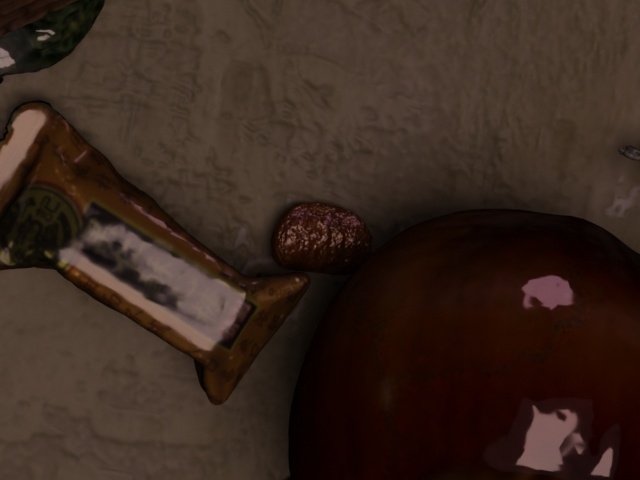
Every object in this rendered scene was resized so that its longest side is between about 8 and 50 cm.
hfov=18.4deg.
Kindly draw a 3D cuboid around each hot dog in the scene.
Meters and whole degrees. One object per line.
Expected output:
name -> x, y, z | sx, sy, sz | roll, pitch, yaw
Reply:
hot dog -> 0.000, 0.000, 1.607 | 0.083, 0.035, 0.058 | 7, 101, -15

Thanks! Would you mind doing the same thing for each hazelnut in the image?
hazelnut -> 0.181, 0.152, 1.532 | 0.409, 0.359, 0.359 | 21, 97, -27

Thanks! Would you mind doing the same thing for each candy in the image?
candy -> -0.153, 0.016, 1.544 | 0.271, 0.101, 0.143 | 33, 87, -13

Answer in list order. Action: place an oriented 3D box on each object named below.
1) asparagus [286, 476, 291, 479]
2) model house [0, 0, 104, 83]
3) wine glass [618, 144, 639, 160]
asparagus -> -0.009, 0.198, 1.661 | 0.127, 0.018, 0.015 | -29, 147, -3
model house -> -0.299, -0.191, 1.374 | 0.321, 0.266, 0.261 | -25, 103, -7
wine glass -> 0.343, -0.141, 1.626 | 0.103, 0.103, 0.222 | 29, 94, -18
